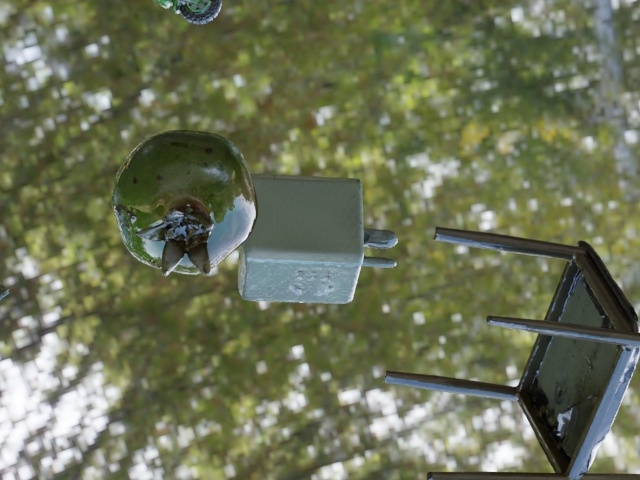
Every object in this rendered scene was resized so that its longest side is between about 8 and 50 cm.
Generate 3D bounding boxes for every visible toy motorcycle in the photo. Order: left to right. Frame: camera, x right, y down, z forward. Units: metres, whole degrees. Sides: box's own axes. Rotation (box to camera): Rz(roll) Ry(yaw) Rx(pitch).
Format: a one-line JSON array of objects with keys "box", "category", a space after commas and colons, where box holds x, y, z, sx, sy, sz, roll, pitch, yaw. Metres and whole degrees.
[{"box": [-0.166, -0.347, 1.848, 0.106, 0.074, 0.190, -2, -107, 11], "category": "toy motorcycle"}]

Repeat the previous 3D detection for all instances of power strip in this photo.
[{"box": [0.000, 0.000, 2.127, 0.224, 0.140, 0.139, 2, -120, -5], "category": "power strip"}]

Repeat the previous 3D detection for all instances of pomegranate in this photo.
[{"box": [-0.161, -0.035, 1.823, 0.182, 0.181, 0.224, -14, -155, -1], "category": "pomegranate"}]

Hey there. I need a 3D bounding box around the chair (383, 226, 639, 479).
[{"box": [0.216, 0.110, 1.310, 0.272, 0.188, 0.166, 9, -153, -18], "category": "chair"}]

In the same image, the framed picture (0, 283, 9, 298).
[{"box": [-0.542, 0.081, 2.068, 0.173, 0.010, 0.231, -42, -139, -23], "category": "framed picture"}]
